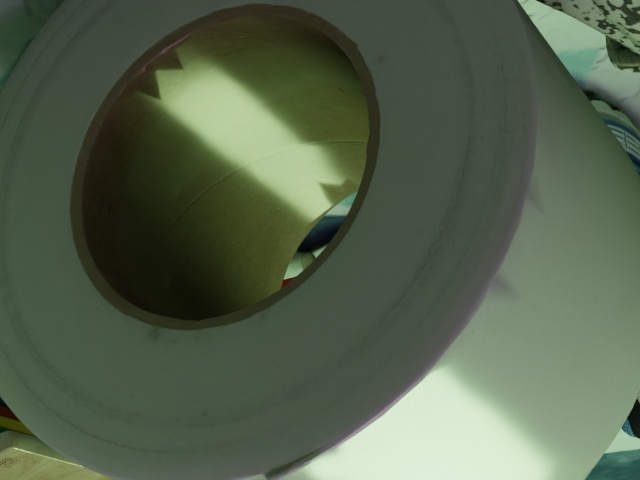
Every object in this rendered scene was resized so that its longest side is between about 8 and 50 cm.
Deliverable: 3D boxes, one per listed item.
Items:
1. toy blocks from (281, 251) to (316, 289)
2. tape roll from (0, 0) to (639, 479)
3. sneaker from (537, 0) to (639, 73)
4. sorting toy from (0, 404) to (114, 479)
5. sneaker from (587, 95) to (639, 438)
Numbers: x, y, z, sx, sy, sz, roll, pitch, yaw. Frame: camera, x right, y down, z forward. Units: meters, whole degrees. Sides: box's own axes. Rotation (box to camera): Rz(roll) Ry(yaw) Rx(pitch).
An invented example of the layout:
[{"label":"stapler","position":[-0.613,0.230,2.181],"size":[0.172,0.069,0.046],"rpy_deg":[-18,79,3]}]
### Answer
[{"label":"toy blocks","position":[-0.010,0.053,0.937],"size":[0.148,0.054,0.123],"rpy_deg":[-19,151,7]},{"label":"tape roll","position":[0.000,0.000,0.654],"size":[0.246,0.246,0.169],"rpy_deg":[-25,149,17]},{"label":"sneaker","position":[0.227,-0.111,0.729],"size":[0.182,0.158,0.410],"rpy_deg":[2,170,42]},{"label":"sorting toy","position":[-0.211,0.155,1.028],"size":[0.274,0.046,0.132],"rpy_deg":[-30,148,24]},{"label":"sneaker","position":[0.163,0.023,0.871],"size":[0.330,0.147,0.130],"rpy_deg":[11,142,-37]}]
